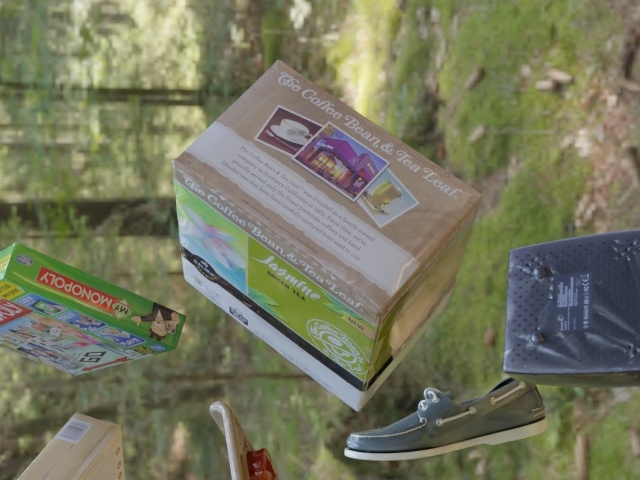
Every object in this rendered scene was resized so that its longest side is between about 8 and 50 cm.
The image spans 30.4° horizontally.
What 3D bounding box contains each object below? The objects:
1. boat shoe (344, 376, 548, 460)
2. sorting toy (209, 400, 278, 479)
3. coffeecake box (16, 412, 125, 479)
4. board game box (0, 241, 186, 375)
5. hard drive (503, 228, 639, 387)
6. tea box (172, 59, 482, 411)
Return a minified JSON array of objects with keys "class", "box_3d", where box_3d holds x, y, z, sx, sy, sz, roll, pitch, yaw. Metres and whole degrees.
[{"class":"boat shoe","box_3d":[0.187,0.268,1.793,0.116,0.319,0.099,172,90,-81]},{"class":"sorting toy","box_3d":[-0.030,0.324,1.200,0.307,0.041,0.229,68,-178,-49]},{"class":"coffeecake box","box_3d":[-0.299,0.330,1.431,0.142,0.068,0.186,-54,-28,-53]},{"class":"board game box","box_3d":[-0.326,0.092,1.414,0.317,0.213,0.046,-20,50,56]},{"class":"hard drive","box_3d":[0.311,0.067,1.157,0.054,0.254,0.172,62,-151,-45]},{"class":"tea box","box_3d":[0.000,0.000,1.559,0.329,0.220,0.324,35,153,16]}]
